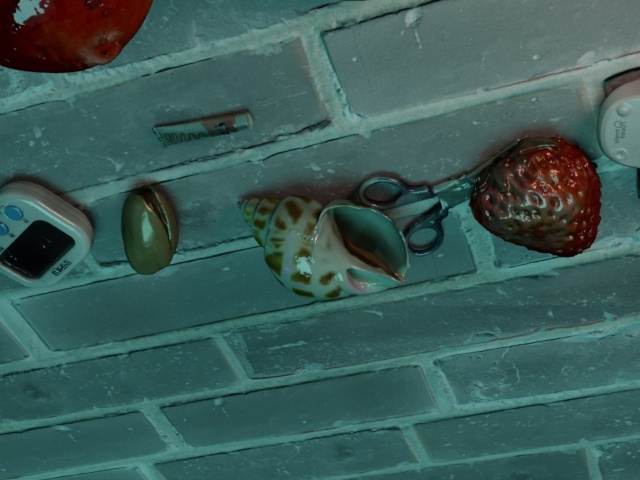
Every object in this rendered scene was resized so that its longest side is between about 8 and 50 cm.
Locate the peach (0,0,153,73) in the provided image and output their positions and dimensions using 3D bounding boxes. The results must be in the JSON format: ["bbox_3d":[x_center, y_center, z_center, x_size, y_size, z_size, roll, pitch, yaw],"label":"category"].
[{"bbox_3d":[-0.421,-0.440,1.481,0.370,0.370,0.370,2,135,2],"label":"peach"}]

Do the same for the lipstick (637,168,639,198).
[{"bbox_3d":[0.653,-0.156,1.911,0.027,0.027,0.176,-9,132,13],"label":"lipstick"}]

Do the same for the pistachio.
[{"bbox_3d":[-0.376,-0.018,2.062,0.135,0.136,0.226,4,129,0],"label":"pistachio"}]

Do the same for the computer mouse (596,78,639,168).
[{"bbox_3d":[0.677,-0.227,1.777,0.296,0.121,0.184,3,129,20],"label":"computer mouse"}]

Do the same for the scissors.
[{"bbox_3d":[0.289,-0.110,1.980,0.383,0.029,0.256,-27,127,26],"label":"scissors"}]

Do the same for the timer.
[{"bbox_3d":[-0.647,-0.013,2.107,0.237,0.087,0.262,35,128,-26],"label":"timer"}]

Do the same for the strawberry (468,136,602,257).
[{"bbox_3d":[0.462,-0.055,1.924,0.265,0.149,0.336,-33,130,25],"label":"strawberry"}]

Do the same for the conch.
[{"bbox_3d":[0.001,0.000,2.001,0.368,0.197,0.249,24,108,-14],"label":"conch"}]

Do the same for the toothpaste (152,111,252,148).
[{"bbox_3d":[-0.238,-0.225,1.906,0.205,0.036,0.056,-9,135,18],"label":"toothpaste"}]
